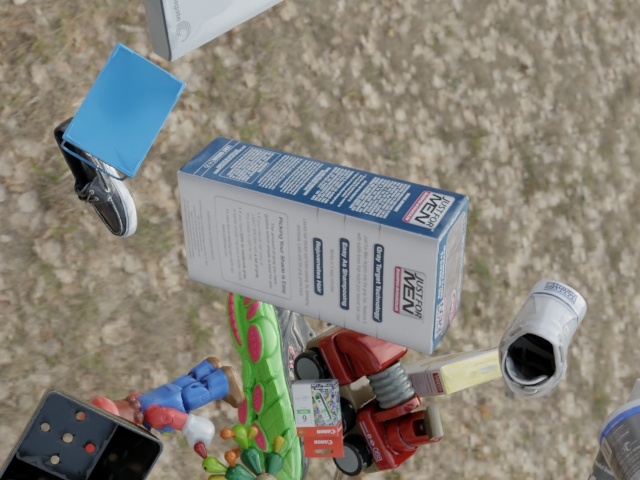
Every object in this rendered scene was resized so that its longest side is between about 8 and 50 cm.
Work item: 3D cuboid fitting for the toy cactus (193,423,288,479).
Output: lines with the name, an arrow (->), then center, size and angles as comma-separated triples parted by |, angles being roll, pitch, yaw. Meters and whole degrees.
toy cactus -> -0.128, 0.424, 1.846 | 0.219, 0.112, 0.180 | 11, 42, -58

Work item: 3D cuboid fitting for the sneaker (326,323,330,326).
sneaker -> 0.040, 0.135, 1.615 | 0.098, 0.069, 0.038 | -63, 138, -53

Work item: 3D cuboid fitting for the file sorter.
file sorter -> -0.308, -0.191, 1.548 | 0.118, 0.104, 0.170 | 31, 75, -15

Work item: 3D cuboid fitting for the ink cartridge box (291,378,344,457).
ink cartridge box -> -0.003, 0.256, 1.424 | 0.029, 0.063, 0.115 | -23, 108, -74

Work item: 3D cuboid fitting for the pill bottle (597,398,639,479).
pill bottle -> 0.296, 0.207, 0.852 | 0.078, 0.078, 0.137 | 39, 21, -33

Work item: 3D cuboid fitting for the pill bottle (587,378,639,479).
pill bottle -> 0.496, 0.365, 1.532 | 0.161, 0.161, 0.283 | 19, 92, -41

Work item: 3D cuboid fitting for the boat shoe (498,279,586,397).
boat shoe -> 0.256, 0.143, 1.240 | 0.084, 0.095, 0.258 | -55, 158, -27

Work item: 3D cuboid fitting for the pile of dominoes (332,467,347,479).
pile of dominoes -> 0.044, 0.360, 1.891 | 0.040, 0.196, 0.251 | 18, 50, 0

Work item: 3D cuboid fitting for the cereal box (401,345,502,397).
cereal box -> 0.189, 0.213, 1.601 | 0.173, 0.240, 0.047 | -12, 84, -33

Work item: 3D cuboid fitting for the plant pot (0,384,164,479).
plant pot -> -0.367, 0.318, 1.489 | 0.188, 0.167, 0.187 | 31, 88, -19

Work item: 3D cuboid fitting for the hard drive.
hard drive -> -0.085, -0.409, 1.312 | 0.353, 0.047, 0.233 | -36, 144, -28

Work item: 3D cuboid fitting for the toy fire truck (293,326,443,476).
toy fire truck -> 0.097, 0.217, 1.424 | 0.158, 0.246, 0.217 | -24, 91, -48

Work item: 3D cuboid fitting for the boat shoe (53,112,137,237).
boat shoe -> -0.387, -0.102, 1.708 | 0.076, 0.080, 0.228 | -37, 116, -46

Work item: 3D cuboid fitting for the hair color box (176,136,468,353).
hair color box -> 0.000, 0.000, 1.247 | 0.105, 0.347, 0.173 | -49, 147, -46

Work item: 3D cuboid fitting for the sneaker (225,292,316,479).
sneaker -> -0.068, 0.286, 2.121 | 0.202, 0.185, 0.482 | 9, 65, -36

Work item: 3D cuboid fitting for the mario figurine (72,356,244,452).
mario figurine -> -0.306, 0.343, 1.876 | 0.321, 0.198, 0.170 | -21, 76, -26
